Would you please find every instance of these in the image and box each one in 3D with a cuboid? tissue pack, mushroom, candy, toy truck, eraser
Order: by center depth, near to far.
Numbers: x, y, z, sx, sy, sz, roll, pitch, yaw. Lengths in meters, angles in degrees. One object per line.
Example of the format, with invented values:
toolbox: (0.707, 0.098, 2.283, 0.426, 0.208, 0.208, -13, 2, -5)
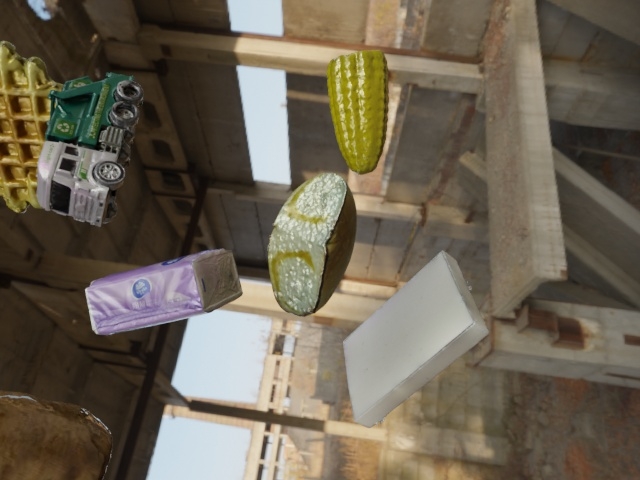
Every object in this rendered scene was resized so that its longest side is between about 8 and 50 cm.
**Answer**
eraser: (0.081, 0.091, 0.479, 0.150, 0.023, 0.104, -47, 25, 24)
toy truck: (-0.316, -0.132, 0.696, 0.110, 0.116, 0.216, 131, 146, -50)
candy: (0.067, -0.209, 0.855, 0.094, 0.106, 0.199, -3, 92, 57)
mushroom: (-0.595, 0.375, 0.868, 0.224, 0.313, 0.397, 45, 169, 48)
tissue pack: (-0.420, 0.135, 1.397, 0.242, 0.337, 0.160, -15, -88, -75)

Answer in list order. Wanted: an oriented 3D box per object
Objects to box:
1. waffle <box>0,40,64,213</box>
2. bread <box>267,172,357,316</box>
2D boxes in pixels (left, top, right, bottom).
waffle: (-0.499, -0.180, 0.822, 0.250, 0.261, 0.056, -41, 18, 19)
bread: (0.000, 0.000, 0.588, 0.094, 0.082, 0.157, -7, -71, -51)
